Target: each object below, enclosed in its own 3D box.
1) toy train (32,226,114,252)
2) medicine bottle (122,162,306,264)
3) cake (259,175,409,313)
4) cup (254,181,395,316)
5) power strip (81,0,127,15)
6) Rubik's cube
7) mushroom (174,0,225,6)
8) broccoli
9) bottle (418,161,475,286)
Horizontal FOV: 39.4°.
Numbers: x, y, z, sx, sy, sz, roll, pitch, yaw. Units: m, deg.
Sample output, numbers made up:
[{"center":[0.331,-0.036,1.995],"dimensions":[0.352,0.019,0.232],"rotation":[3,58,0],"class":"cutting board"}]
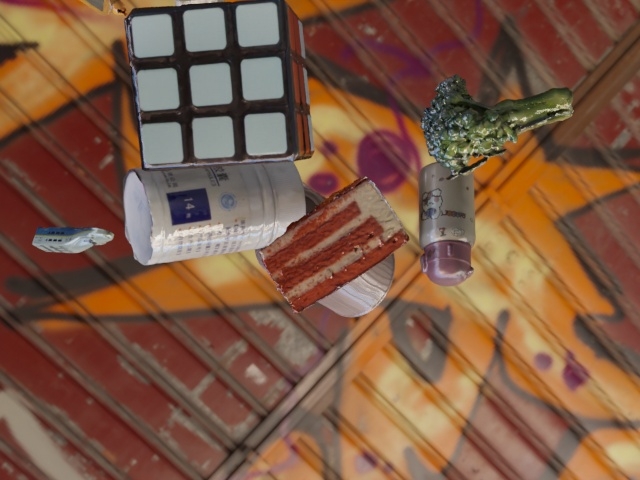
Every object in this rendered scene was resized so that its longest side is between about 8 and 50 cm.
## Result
[{"center":[-0.558,-0.001,2.025],"dimensions":[0.234,0.051,0.052],"rotation":[2,158,37],"class":"toy train"},{"center":[-0.204,-0.066,1.763],"dimensions":[0.190,0.332,0.189],"rotation":[28,122,58],"class":"medicine bottle"},{"center":[0.014,0.009,1.709],"dimensions":[0.158,0.262,0.159],"rotation":[57,174,-2],"class":"cake"},{"center":[0.015,-0.002,1.981],"dimensions":[0.208,0.288,0.273],"rotation":[-10,153,36],"class":"cup"},{"center":[-0.408,-0.445,1.590],"dimensions":[0.178,0.028,0.049],"rotation":[35,132,19],"class":"power strip"},{"center":[-0.098,-0.157,0.927],"dimensions":[0.160,0.162,0.163],"rotation":[-50,-46,-82],"class":"Rubik's cube"},{"center":[-0.217,-0.373,1.643],"dimensions":[0.081,0.092,0.223],"rotation":[20,139,11],"class":"mushroom"},{"center":[0.311,-0.217,1.552],"dimensions":[0.198,0.275,0.177],"rotation":[-29,-74,-80],"class":"broccoli"},{"center":[0.239,-0.028,1.696],"dimensions":[0.110,0.233,0.110],"rotation":[2,157,1],"class":"bottle"}]
